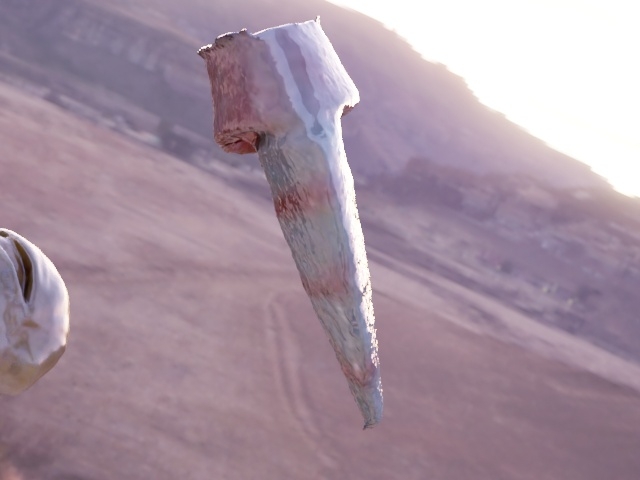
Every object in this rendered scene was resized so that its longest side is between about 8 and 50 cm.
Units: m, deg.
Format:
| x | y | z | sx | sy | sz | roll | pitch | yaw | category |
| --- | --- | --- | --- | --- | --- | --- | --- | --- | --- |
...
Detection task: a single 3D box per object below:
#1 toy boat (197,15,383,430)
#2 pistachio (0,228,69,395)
| x | y | z | sx | sy | sz | roll | pitch | yaw | category |
| --- | --- | --- | --- | --- | --- | --- | --- | --- | --- |
| 0.000 | 0.000 | 0.817 | 0.096 | 0.282 | 0.206 | -15 | 9 | -10 | toy boat |
| -0.285 | 0.053 | 1.083 | 0.124 | 0.124 | 0.185 | 20 | 12 | -43 | pistachio |
